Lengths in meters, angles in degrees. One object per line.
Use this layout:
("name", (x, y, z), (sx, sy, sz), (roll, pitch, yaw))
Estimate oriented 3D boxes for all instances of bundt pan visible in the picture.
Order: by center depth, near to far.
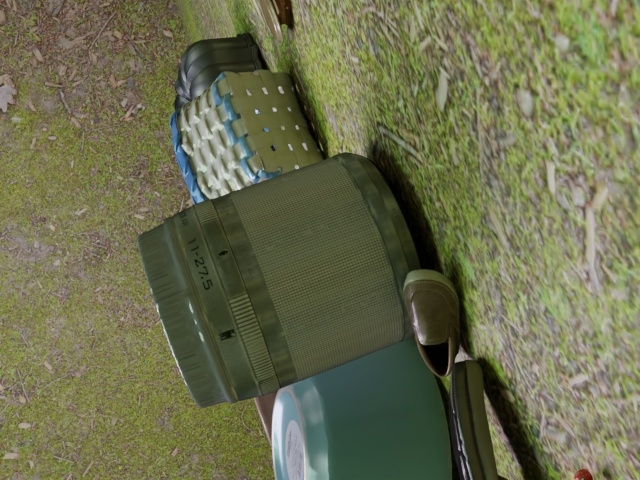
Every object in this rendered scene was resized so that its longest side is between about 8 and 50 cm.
("bundt pan", (-0.209, -0.239, 1.424), (0.331, 0.124, 0.331), (180, 90, -70))

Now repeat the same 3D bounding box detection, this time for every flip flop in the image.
("flip flop", (0.173, 0.250, 0.689), (0.112, 0.080, 0.277), (87, 176, -78))

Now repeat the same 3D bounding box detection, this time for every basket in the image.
("basket", (-0.133, -0.114, 1.173), (0.289, 0.201, 0.255), (-34, 72, 44))

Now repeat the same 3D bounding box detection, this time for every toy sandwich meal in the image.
("toy sandwich meal", (-0.059, -0.311, 1.000), (0.085, 0.029, 0.085), (157, 90, -85))

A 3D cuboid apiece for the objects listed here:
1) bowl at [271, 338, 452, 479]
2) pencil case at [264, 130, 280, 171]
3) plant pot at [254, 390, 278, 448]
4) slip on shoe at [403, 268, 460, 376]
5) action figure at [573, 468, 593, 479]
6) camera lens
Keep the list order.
("bowl", (0.033, 0.274, 0.977), (0.311, 0.163, 0.311), (180, 90, -72))
("pencil case", (-0.110, -0.174, 1.467), (0.088, 0.086, 0.206), (30, -160, -37))
("plant pot", (-0.041, 0.416, 1.860), (0.263, 0.229, 0.263), (160, 90, -81))
("slip on shoe", (0.110, 0.082, 0.716), (0.135, 0.051, 0.041), (74, -160, -46))
("action figure", (0.209, 0.220, 0.526), (0.038, 0.030, 0.115), (95, 156, -82))
("camera lens", (-0.034, 0.040, 0.805), (0.219, 0.274, 0.219), (160, 90, -82))
